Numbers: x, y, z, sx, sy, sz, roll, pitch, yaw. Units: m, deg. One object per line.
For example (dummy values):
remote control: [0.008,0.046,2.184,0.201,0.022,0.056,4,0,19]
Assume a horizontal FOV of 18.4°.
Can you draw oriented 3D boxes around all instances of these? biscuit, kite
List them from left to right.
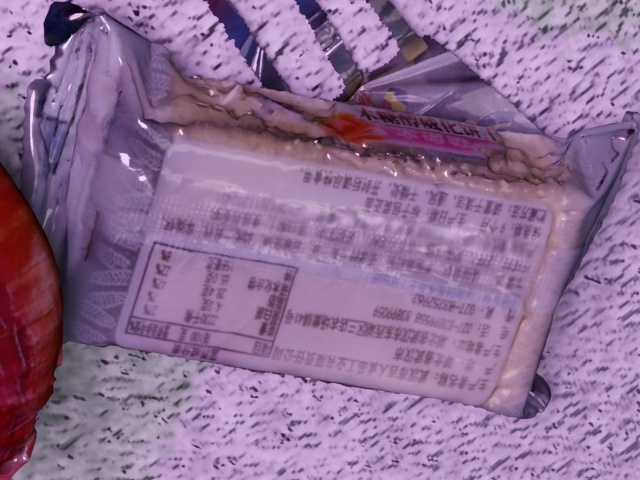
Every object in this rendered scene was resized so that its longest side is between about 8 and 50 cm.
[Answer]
biscuit: [0.001,-0.004,0.966,0.309,0.079,0.186,9,113,-15]
kite: [0.022,-0.071,0.990,0.141,0.015,0.245,-35,117,1]

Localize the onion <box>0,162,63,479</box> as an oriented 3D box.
onion: [-0.209,0.021,0.887,0.230,0.163,0.230,6,111,17]
